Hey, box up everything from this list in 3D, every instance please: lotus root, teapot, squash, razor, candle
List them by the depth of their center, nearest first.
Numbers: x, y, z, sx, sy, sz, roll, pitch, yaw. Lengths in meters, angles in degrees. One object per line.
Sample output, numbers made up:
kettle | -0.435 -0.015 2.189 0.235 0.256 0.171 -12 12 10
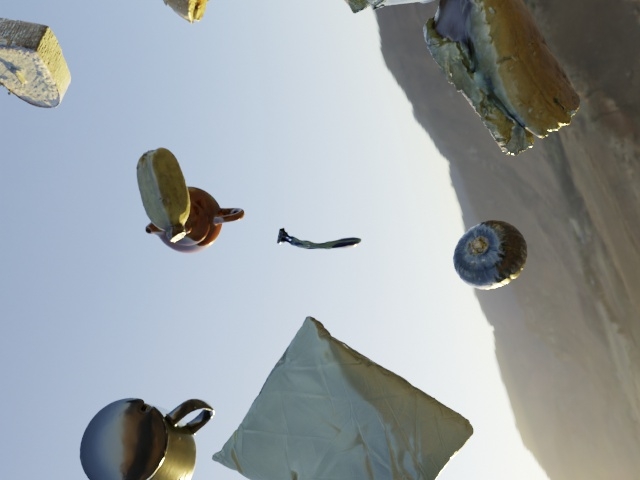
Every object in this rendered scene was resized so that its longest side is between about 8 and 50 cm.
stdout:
candle | -0.529 -0.320 1.142 0.192 0.169 0.068 31 -124 -37
razor | 0.000 0.004 1.165 0.044 0.155 0.028 108 162 -52
lotus root | -0.296 -0.087 1.235 0.077 0.090 0.182 -15 -93 -53
teapot | -0.320 -0.049 1.664 0.135 0.252 0.178 -107 10 -69
squash | 0.443 0.040 1.688 0.193 0.193 0.155 -90 -21 -46

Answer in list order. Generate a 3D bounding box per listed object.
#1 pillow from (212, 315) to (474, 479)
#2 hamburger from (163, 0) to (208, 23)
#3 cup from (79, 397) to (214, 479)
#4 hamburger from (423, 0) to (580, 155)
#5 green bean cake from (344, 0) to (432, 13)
pillow | 0.028 0.284 0.920 0.281 0.274 0.076 33 -163 2
hamburger | -0.409 -0.803 1.874 0.162 0.209 0.329 92 -168 -74
cup | -0.287 0.341 1.097 0.169 0.223 0.176 46 166 28
hamburger | 0.229 -0.263 0.881 0.211 0.133 0.308 49 -158 -24
green bean cake | 0.162 -0.502 1.010 0.202 0.285 0.310 46 166 -22
